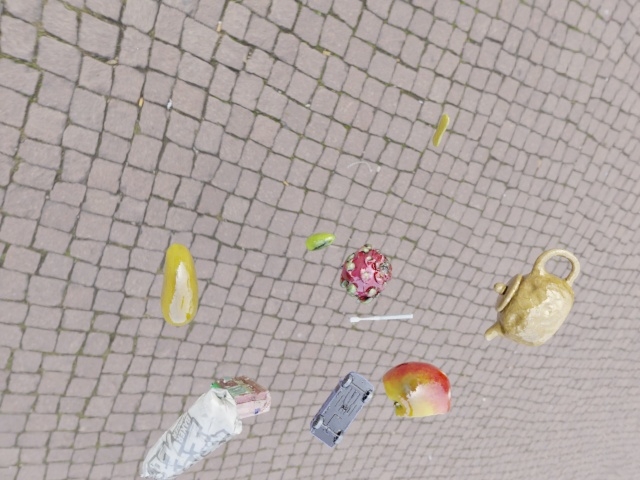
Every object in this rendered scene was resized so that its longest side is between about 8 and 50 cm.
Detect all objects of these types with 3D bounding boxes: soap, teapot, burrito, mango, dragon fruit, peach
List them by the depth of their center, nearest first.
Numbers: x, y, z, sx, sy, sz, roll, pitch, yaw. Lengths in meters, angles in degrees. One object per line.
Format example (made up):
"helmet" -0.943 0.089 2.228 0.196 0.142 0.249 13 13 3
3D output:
"peach" 0.210 0.318 0.880 0.151 0.151 0.118 31 100 -32
"soap" 0.300 -0.274 1.030 0.012 0.034 0.089 -5 140 -16
"teapot" 0.540 0.151 1.079 0.311 0.167 0.203 -63 164 20
"burrito" -0.359 0.547 1.111 0.139 0.101 0.445 34 116 -20
"dragon fruit" 0.170 0.122 1.528 0.198 0.273 0.219 -10 89 10
"mango" -0.563 0.184 1.647 0.142 0.195 0.332 -3 101 -34
"soap" -0.328 0.623 1.653 0.217 0.273 0.098 4 85 -31
"mango" 0.000 0.000 1.742 0.091 0.165 0.074 -20 89 -44

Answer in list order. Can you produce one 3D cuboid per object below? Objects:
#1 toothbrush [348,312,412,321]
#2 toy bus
"toothbrush" 0.287 0.362 1.929 0.342 0.030 0.025 1 91 -21
"toy bus" 0.083 0.669 1.667 0.125 0.133 0.292 38 84 -5
